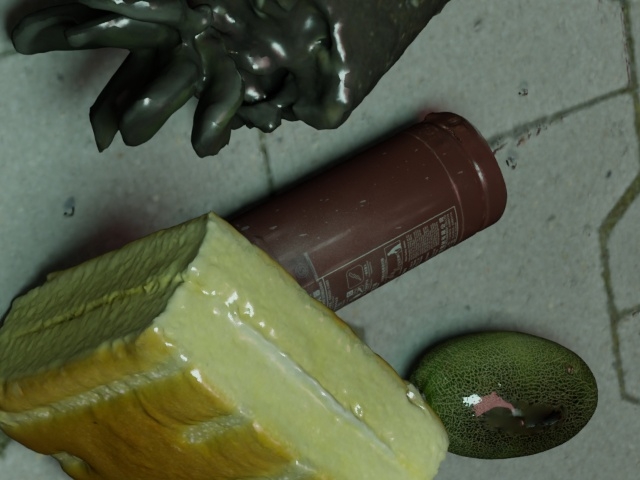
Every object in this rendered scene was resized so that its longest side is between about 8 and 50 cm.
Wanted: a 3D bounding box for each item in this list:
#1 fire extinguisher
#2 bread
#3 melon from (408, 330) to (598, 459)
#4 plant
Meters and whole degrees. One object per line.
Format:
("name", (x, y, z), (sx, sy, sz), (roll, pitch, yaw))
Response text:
("fire extinguisher", (0.000, 0.000, 1.383), (0.269, 0.105, 0.104), (-27, 116, -23))
("bread", (-0.075, 0.113, 1.274), (0.239, 0.246, 0.111), (42, 55, -24))
("melon", (0.142, 0.118, 1.507), (0.162, 0.099, 0.099), (1, 102, -32))
("plant", (-0.050, -0.154, 1.255), (0.276, 0.199, 0.188), (-36, 115, -27))
